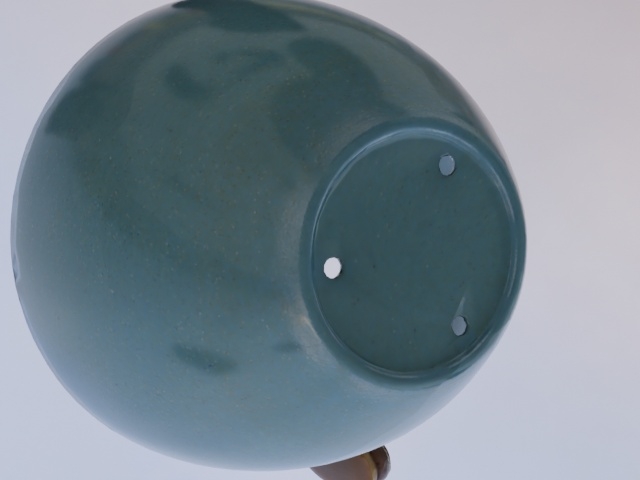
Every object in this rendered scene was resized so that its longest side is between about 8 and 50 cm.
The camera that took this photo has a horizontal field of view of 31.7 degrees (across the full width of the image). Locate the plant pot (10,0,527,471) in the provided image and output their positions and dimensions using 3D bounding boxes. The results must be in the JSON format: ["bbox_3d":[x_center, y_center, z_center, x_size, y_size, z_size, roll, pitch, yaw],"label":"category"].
[{"bbox_3d":[0.000,0.000,0.622,0.290,0.290,0.195,-13,-170,-29],"label":"plant pot"}]

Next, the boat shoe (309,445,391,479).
[{"bbox_3d":[-0.002,0.175,1.099,0.073,0.073,0.207,-17,-151,-39],"label":"boat shoe"}]
